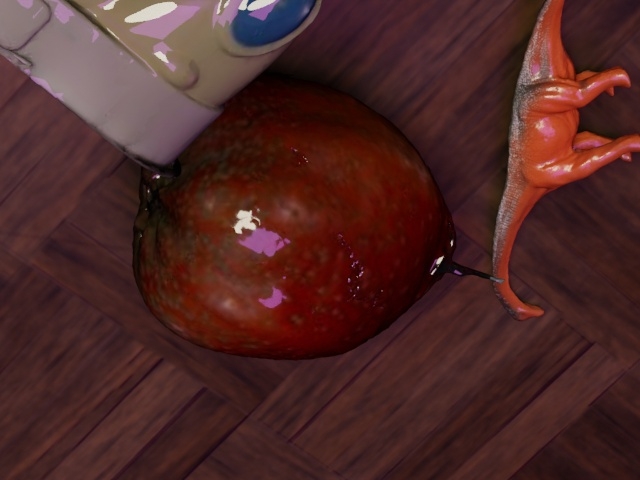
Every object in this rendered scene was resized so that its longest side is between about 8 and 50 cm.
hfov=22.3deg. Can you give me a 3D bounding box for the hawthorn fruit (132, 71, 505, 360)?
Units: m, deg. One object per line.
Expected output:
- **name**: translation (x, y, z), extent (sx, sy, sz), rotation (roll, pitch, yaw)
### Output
- **hawthorn fruit**: translation (0.000, 0.000, 0.993), extent (0.235, 0.181, 0.181), rotation (19, 113, -16)

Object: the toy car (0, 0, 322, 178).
- **toy car**: translation (-0.107, -0.219, 0.758), extent (0.226, 0.336, 0.242), rotation (-45, 118, 12)

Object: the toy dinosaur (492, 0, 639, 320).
- **toy dinosaur**: translation (0.159, -0.058, 1.068), extent (0.101, 0.055, 0.280), rotation (-6, 121, 2)
